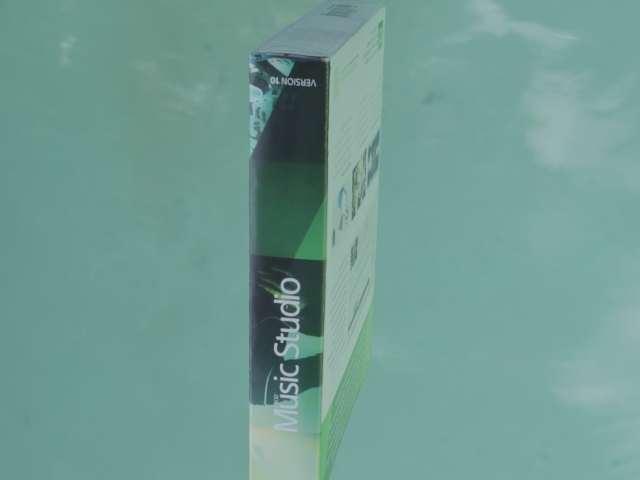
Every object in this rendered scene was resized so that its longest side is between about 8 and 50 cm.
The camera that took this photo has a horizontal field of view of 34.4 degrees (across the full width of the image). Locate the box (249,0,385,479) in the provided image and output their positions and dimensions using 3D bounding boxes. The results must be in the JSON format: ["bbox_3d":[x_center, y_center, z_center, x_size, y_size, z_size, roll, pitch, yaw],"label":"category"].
[{"bbox_3d":[0.000,0.000,0.764,0.232,0.058,0.322,-59,-29,-67],"label":"box"}]
